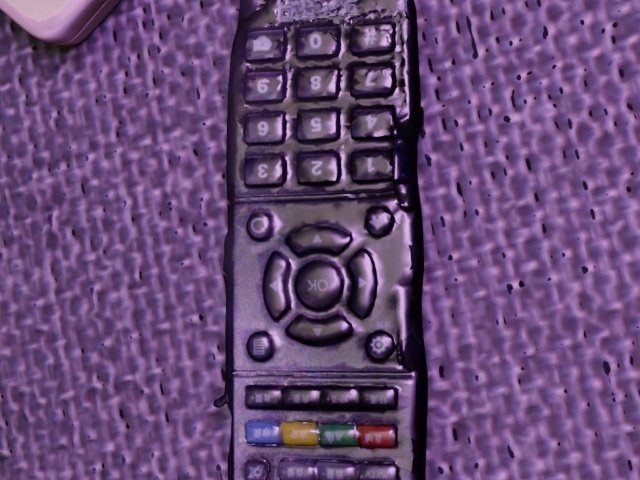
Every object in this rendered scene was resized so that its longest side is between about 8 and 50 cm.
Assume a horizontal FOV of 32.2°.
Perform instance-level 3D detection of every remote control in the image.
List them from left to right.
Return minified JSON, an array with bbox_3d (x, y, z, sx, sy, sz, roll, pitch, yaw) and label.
[{"bbox_3d":[0.000,0.000,0.715,0.144,0.062,0.399,-1,86,17],"label":"remote control"}]

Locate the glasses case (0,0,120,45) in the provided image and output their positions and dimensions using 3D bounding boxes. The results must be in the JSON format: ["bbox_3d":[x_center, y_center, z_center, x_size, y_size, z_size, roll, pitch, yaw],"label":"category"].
[{"bbox_3d":[-0.120,-0.298,0.752,0.144,0.076,0.336,42,98,-3],"label":"glasses case"}]
